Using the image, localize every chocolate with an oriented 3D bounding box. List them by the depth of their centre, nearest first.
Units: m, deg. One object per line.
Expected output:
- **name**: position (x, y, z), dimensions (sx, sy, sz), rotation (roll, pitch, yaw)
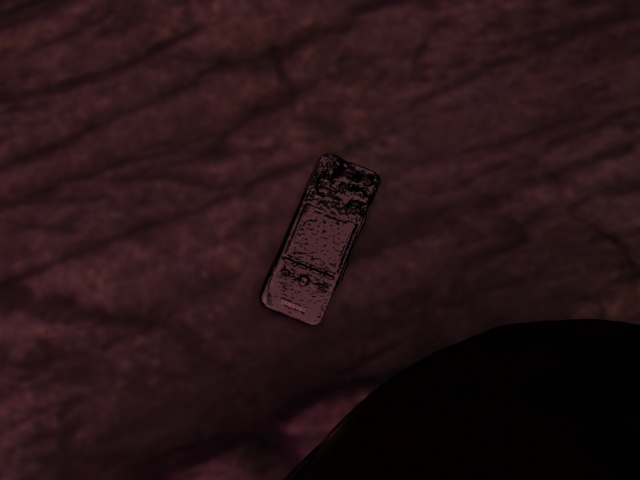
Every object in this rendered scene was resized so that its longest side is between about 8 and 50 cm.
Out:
- **chocolate**: position (0.125, 0.216, 0.872), dimensions (0.383, 0.331, 0.384), rotation (1, 79, -4)

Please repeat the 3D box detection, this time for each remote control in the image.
- **remote control**: position (0.000, 0.000, 1.066), dimensions (0.039, 0.014, 0.096), rotation (23, 78, 3)
